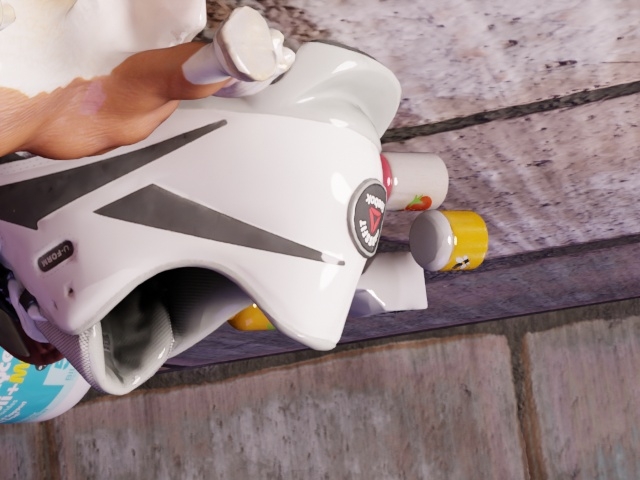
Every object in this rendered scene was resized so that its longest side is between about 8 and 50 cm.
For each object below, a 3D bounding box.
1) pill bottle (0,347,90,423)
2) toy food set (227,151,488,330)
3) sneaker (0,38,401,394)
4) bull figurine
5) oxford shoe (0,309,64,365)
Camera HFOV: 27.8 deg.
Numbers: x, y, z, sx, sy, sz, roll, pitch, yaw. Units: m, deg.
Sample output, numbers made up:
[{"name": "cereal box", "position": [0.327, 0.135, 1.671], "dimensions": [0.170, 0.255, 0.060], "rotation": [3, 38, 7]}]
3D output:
[{"name": "pill bottle", "position": [-0.287, 0.062, 0.934], "dimensions": [0.146, 0.146, 0.264], "rotation": [-13, 169, 28]}, {"name": "toy food set", "position": [0.000, 0.000, 0.889], "dimensions": [0.104, 0.111, 0.232], "rotation": [-1, 171, -34]}, {"name": "sneaker", "position": [-0.126, -0.004, 0.605], "dimensions": [0.330, 0.146, 0.122], "rotation": [-1, 166, 32]}, {"name": "bull figurine", "position": [-0.135, -0.071, 0.391], "dimensions": [0.188, 0.101, 0.310], "rotation": [-9, -178, 38]}, {"name": "oxford shoe", "position": [-0.084, -0.030, 0.766], "dimensions": [0.348, 0.123, 0.130], "rotation": [-21, -169, 44]}]
